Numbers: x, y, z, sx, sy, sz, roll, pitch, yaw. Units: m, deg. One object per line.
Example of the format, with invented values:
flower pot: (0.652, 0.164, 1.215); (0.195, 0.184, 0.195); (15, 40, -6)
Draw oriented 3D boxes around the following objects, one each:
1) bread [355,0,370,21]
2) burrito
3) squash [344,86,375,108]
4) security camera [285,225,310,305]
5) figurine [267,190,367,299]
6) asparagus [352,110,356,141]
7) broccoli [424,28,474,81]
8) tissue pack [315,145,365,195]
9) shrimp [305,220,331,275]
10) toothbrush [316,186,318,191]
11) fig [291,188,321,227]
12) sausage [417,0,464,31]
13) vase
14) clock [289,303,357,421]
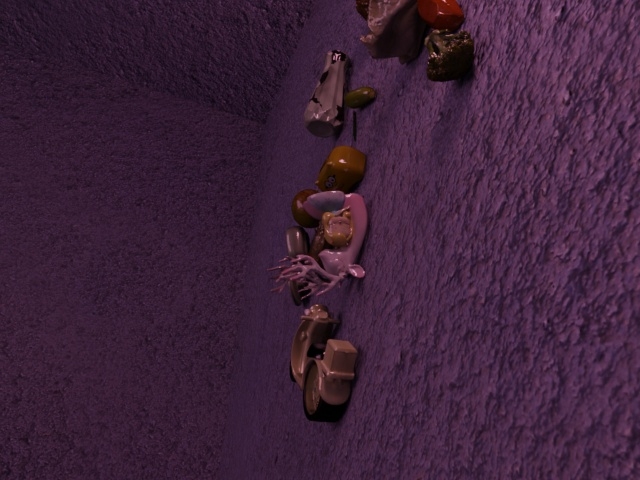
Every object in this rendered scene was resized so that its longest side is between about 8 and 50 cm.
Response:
bread: (0.202, -0.900, 1.968); (0.230, 0.123, 0.230); (-163, 90, -74)
burrito: (0.242, -0.660, 1.532); (0.135, 0.190, 0.332); (37, 118, 47)
squash: (0.140, -0.501, 1.929); (0.201, 0.066, 0.066); (-162, 87, -69)
security camera: (-0.077, 0.095, 2.070); (0.157, 0.080, 0.302); (56, -151, -67)
figurine: (-0.005, 0.025, 1.606); (0.206, 0.284, 0.316); (131, 138, -61)
asparagus: (0.123, -0.418, 2.000); (0.016, 0.013, 0.166); (-43, 34, 43)
broccoli: (0.287, -0.420, 1.247); (0.130, 0.120, 0.131); (-42, -2, 29)
tissue pack: (0.063, -0.228, 1.829); (0.178, 0.127, 0.123); (128, 154, -53)
shrimp: (0.000, 0.000, 1.939); (0.168, 0.077, 0.317); (-94, 21, -55)
toothbrush: (-0.015, -0.203, 2.288); (0.006, 0.008, 0.097); (104, 171, -59)
fig: (-0.021, -0.119, 2.039); (0.186, 0.148, 0.142); (8, 65, 36)
sausage: (0.302, -0.588, 1.409); (0.179, 0.089, 0.089); (-112, 39, -50)
vase: (0.038, -0.592, 2.220); (0.165, 0.165, 0.360); (136, 150, -61)
clock: (-0.004, 0.345, 1.587); (0.379, 0.120, 0.277); (-140, 61, -67)
